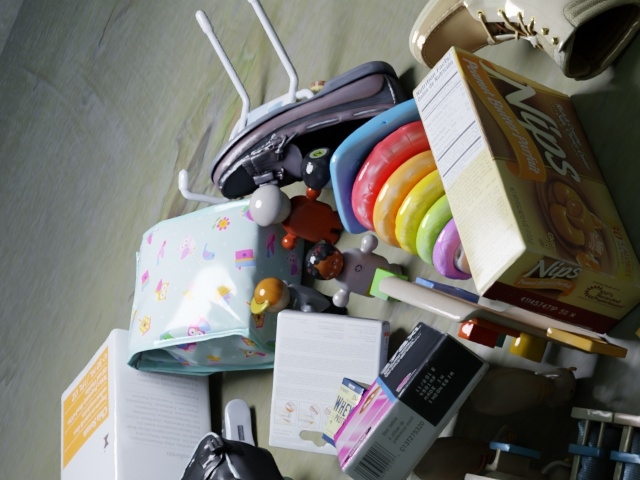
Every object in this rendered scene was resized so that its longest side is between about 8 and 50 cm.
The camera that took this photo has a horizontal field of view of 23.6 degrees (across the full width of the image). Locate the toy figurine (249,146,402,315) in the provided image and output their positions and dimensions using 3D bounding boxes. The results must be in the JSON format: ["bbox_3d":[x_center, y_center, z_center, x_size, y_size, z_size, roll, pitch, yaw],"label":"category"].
[{"bbox_3d":[0.000,0.000,2.063,0.213,0.148,0.209,-28,52,49],"label":"toy figurine"}]

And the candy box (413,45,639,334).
[{"bbox_3d":[0.228,-0.059,1.695,0.087,0.183,0.316,-49,38,32],"label":"candy box"}]

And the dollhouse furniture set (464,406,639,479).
[{"bbox_3d":[0.257,0.226,1.501,0.129,0.184,0.129,-1,74,57],"label":"dollhouse furniture set"}]

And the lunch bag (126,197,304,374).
[{"bbox_3d":[-0.165,0.076,2.232,0.262,0.160,0.223,-11,64,32],"label":"lunch bag"}]

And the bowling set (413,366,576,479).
[{"bbox_3d":[0.193,0.286,1.651,0.287,0.154,0.200,-49,56,31],"label":"bowling set"}]

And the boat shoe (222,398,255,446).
[{"bbox_3d":[-0.119,0.298,2.205,0.040,0.049,0.142,118,155,-53],"label":"boat shoe"}]

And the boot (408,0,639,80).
[{"bbox_3d":[0.241,-0.250,1.814,0.262,0.095,0.203,-33,45,10],"label":"boot"}]

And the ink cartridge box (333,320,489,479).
[{"bbox_3d":[0.092,0.179,1.702,0.175,0.069,0.371,-53,-1,-1],"label":"ink cartridge box"}]

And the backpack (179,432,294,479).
[{"bbox_3d":[-0.126,0.409,2.008,0.253,0.191,0.225,-54,34,12],"label":"backpack"}]

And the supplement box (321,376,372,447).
[{"bbox_3d":[0.060,0.225,1.912,0.056,0.083,0.083,24,95,61],"label":"supplement box"}]

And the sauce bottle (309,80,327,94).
[{"bbox_3d":[0.000,-0.172,2.256,0.042,0.042,0.128,-26,55,50],"label":"sauce bottle"}]

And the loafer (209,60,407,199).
[{"bbox_3d":[-0.016,-0.137,2.126,0.303,0.109,0.095,-31,57,10],"label":"loafer"}]

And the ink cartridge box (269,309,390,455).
[{"bbox_3d":[0.012,0.186,1.991,0.145,0.045,0.179,6,96,18],"label":"ink cartridge box"}]

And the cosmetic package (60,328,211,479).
[{"bbox_3d":[-0.274,0.387,2.272,0.230,0.162,0.453,-49,38,44],"label":"cosmetic package"}]

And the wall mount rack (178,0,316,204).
[{"bbox_3d":[-0.119,-0.216,2.340,0.350,0.131,0.304,-13,67,65],"label":"wall mount rack"}]

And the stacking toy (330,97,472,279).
[{"bbox_3d":[0.162,-0.020,1.840,0.175,0.165,0.302,-33,51,-15],"label":"stacking toy"}]

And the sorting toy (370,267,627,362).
[{"bbox_3d":[0.183,0.093,1.678,0.348,0.196,0.047,19,94,59],"label":"sorting toy"}]

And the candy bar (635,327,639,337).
[{"bbox_3d":[0.366,0.128,1.541,0.040,0.018,0.161,-58,33,23],"label":"candy bar"}]
